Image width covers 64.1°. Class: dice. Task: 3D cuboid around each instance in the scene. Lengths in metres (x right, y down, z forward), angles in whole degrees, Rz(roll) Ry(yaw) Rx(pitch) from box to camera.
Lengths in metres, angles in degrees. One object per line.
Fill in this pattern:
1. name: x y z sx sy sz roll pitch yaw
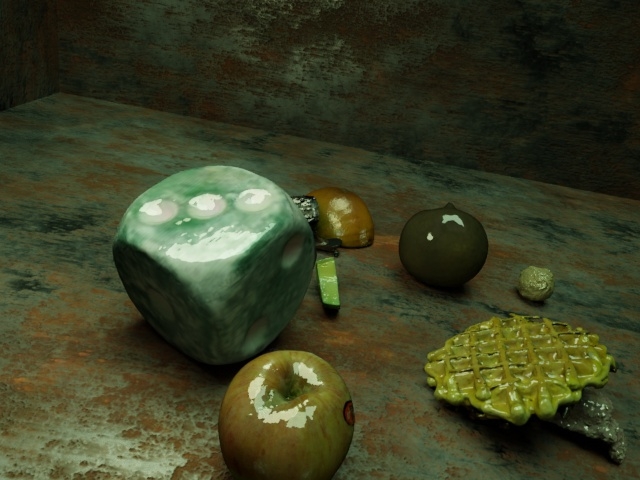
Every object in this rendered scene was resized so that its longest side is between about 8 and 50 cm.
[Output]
1. dice: -0.227 0.047 1.163 0.328 0.330 0.348 26 47 26

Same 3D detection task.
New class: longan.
1. longan: 0.397 0.017 1.659 0.297 0.297 0.297 9 25 -4

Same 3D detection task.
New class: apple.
1. apple: -0.060 0.322 0.909 0.260 0.194 0.261 7 26 -4

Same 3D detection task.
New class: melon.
1. melon: 0.022 0.129 1.458 0.064 0.118 0.209 -4 14 -1

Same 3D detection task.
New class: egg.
1. egg: 0.725 0.145 1.720 0.118 0.116 0.140 -14 18 10

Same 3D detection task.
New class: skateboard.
1. skateboard: 0.000 0.000 1.758 0.151 0.080 0.067 8 31 -1

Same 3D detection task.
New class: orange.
1. orange: 0.057 -0.076 1.939 0.274 0.274 0.310 -15 66 -44

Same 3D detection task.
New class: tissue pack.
1. tissue pack: -0.170 -0.089 1.728 0.332 0.123 0.245 -2 2 2

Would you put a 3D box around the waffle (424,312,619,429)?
1. waffle: 0.443 0.279 1.183 0.382 0.095 0.379 -24 16 -32

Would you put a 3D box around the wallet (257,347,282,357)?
1. wallet: -0.096 0.301 1.132 0.111 0.030 0.166 11 24 0

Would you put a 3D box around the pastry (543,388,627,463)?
1. pastry: 0.566 0.379 1.160 0.265 0.112 0.103 25 20 26
